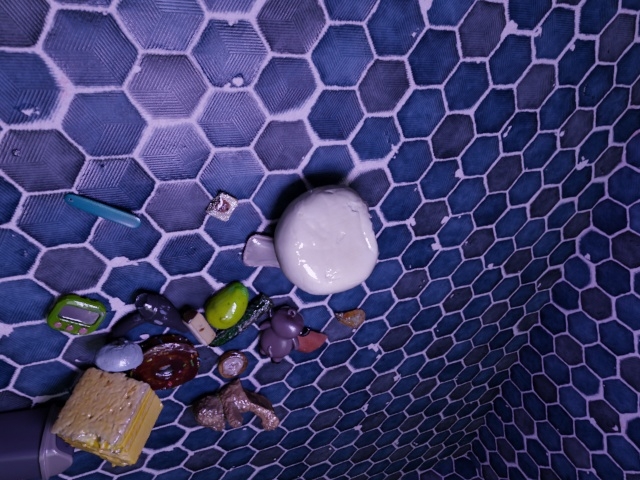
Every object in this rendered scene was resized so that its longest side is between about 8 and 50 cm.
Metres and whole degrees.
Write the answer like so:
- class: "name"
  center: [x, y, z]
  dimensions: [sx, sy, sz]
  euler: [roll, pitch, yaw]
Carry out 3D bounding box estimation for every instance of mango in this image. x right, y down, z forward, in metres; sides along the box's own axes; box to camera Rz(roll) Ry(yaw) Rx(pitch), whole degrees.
- class: "mango"
  center: [-0.311, 0.223, 1.443]
  dimensions: [0.119, 0.100, 0.178]
  euler: [34, 96, -37]

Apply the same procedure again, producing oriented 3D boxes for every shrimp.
- class: "shrimp"
  center: [0.120, 0.320, 1.776]
  dimensions: [0.184, 0.043, 0.091]
  euler: [15, 108, -41]

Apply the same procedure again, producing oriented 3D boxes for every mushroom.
- class: "mushroom"
  center: [-0.338, 0.475, 1.642]
  dimensions: [0.123, 0.052, 0.123]
  euler: [-11, 120, -20]

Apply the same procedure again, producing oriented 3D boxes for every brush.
- class: "brush"
  center: [-0.574, -0.082, 1.135]
  dimensions: [0.193, 0.032, 0.043]
  euler: [24, 115, -25]

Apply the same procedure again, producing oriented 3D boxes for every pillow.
- class: "pillow"
  center: [-0.146, 0.043, 1.434]
  dimensions: [0.232, 0.038, 0.131]
  euler: [8, 121, -31]

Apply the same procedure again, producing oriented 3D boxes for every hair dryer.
- class: "hair dryer"
  center: [-0.580, 0.276, 1.380]
  dimensions: [0.271, 0.091, 0.235]
  euler: [-24, 142, 7]

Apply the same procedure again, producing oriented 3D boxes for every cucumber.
- class: "cucumber"
  center: [-0.292, 0.302, 1.532]
  dimensions: [0.293, 0.067, 0.067]
  euler: [-40, 131, 6]

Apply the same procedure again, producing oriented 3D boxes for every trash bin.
- class: "trash bin"
  center: [-0.945, 0.650, 1.363]
  dimensions: [0.290, 0.209, 0.182]
  euler: [3, 123, -22]

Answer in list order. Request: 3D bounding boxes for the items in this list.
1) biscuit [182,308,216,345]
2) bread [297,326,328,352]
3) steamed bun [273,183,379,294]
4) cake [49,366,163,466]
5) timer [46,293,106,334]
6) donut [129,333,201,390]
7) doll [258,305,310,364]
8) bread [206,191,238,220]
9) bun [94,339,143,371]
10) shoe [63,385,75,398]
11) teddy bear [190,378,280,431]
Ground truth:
- class: "biscuit"
  center: [-0.411, 0.297, 1.445]
  dimensions: [0.056, 0.052, 0.188]
  euler: [-56, 154, -28]
- class: "bread"
  center: [-0.068, 0.403, 1.717]
  dimensions: [0.192, 0.067, 0.119]
  euler: [26, 109, -38]
- class: "steamed bun"
  center: [0.000, 0.000, 1.344]
  dimensions: [0.311, 0.233, 0.334]
  euler: [-10, 95, -21]
- class: "cake"
  center: [-0.670, 0.586, 1.389]
  dimensions: [0.222, 0.228, 0.286]
  euler: [13, 141, 8]
- class: "timer"
  center: [-0.721, 0.220, 1.265]
  dimensions: [0.140, 0.047, 0.128]
  euler: [29, 108, -39]
- class: "donut"
  center: [-0.537, 0.420, 1.476]
  dimensions: [0.235, 0.089, 0.235]
  euler: [-14, 128, -19]
- class: "doll"
  center: [-0.144, 0.348, 1.593]
  dimensions: [0.182, 0.117, 0.257]
  euler: [28, 113, 6]
- class: "bread"
  center: [-0.288, -0.099, 1.261]
  dimensions: [0.070, 0.035, 0.083]
  euler: [29, 104, -40]
- class: "bun"
  center: [-0.620, 0.349, 1.315]
  dimensions: [0.140, 0.140, 0.083]
  euler: [2, 89, -28]
- class: "shoe"
  center: [-0.809, 0.542, 1.445]
  dimensions: [0.071, 0.064, 0.143]
  euler: [-12, 128, -12]
- class: "teddy bear"
  center: [-0.336, 0.690, 1.688]
  dimensions: [0.296, 0.246, 0.222]
  euler: [45, 78, -13]
